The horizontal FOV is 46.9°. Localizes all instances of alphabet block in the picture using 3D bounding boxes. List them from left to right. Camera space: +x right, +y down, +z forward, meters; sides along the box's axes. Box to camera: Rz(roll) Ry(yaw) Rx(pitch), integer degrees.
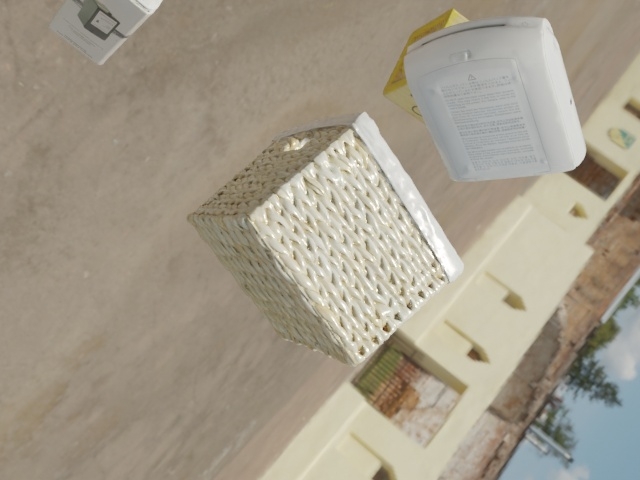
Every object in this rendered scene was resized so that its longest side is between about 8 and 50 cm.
[{"bbox_3d":[0.298,-0.387,1.726,0.193,0.197,0.192,-65,-161,-15],"label":"alphabet block"}]

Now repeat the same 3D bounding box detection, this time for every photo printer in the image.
[{"bbox_3d":[0.296,-0.242,1.265,0.307,0.256,0.107,55,43,-41],"label":"photo printer"}]

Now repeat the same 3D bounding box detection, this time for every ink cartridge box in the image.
[{"bbox_3d":[-0.322,-0.434,1.227,0.273,0.115,0.198,-10,-132,57],"label":"ink cartridge box"}]

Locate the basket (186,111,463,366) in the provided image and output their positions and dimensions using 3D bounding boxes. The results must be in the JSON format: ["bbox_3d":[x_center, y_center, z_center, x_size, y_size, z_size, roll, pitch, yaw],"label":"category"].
[{"bbox_3d":[0.000,0.000,1.259,0.266,0.331,0.328,-43,-161,-19],"label":"basket"}]
